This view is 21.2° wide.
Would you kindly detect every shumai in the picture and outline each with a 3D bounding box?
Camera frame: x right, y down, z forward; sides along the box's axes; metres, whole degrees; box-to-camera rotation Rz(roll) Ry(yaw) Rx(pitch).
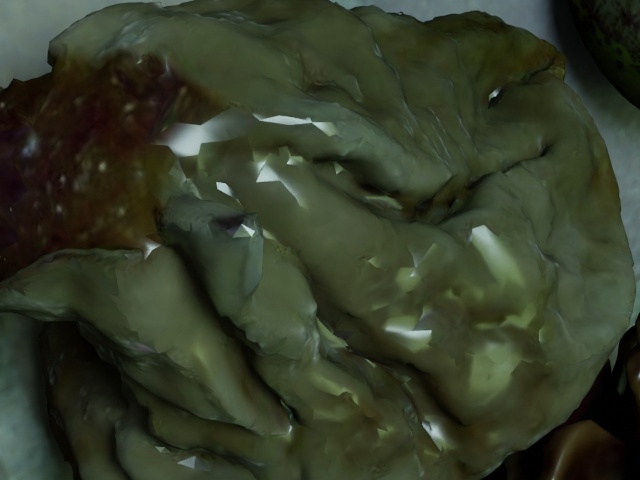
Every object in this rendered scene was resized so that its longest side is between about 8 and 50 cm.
[{"bbox_3d":[0.000,0.004,0.543,0.218,0.185,0.184,-20,77,-1],"label":"shumai"}]

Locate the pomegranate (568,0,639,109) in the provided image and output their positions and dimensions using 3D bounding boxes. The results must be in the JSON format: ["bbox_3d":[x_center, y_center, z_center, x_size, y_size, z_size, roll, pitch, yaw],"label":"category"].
[{"bbox_3d":[0.179,-0.126,0.720,0.138,0.125,0.163,32,80,-26],"label":"pomegranate"}]

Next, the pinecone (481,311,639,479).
[{"bbox_3d":[0.125,0.127,0.656,0.244,0.309,0.244,8,73,-25],"label":"pinecone"}]
